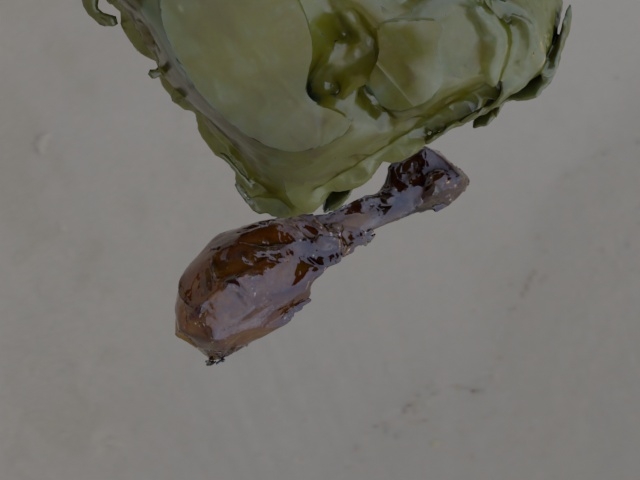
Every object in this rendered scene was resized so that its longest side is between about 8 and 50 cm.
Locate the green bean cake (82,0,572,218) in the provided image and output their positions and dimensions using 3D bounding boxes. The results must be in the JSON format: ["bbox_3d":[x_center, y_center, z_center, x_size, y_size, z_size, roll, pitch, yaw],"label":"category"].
[{"bbox_3d":[-0.005,-0.182,1.154,0.310,0.285,0.202,49,32,-15],"label":"green bean cake"}]

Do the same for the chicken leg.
[{"bbox_3d":[0.000,0.000,1.371,0.304,0.113,0.093,-30,85,-26],"label":"chicken leg"}]
